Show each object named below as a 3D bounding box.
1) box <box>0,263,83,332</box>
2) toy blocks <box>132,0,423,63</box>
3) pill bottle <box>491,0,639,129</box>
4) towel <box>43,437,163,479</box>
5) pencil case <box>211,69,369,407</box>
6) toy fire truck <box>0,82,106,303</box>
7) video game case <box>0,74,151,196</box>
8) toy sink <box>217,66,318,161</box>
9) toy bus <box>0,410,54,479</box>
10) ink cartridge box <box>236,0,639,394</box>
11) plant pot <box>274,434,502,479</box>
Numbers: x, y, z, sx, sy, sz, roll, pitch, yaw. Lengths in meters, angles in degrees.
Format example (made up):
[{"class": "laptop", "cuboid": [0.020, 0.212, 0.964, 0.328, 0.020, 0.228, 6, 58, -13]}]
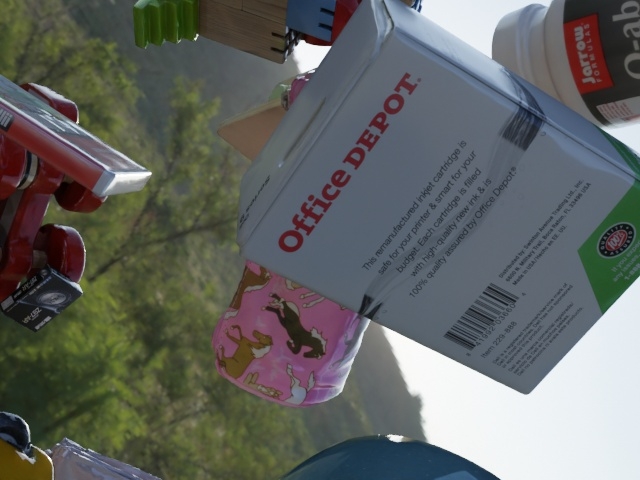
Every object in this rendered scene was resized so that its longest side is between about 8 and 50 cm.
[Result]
[{"class": "box", "cuboid": [-0.359, 0.075, 1.156, 0.018, 0.083, 0.067, 52, 1, 37]}, {"class": "toy blocks", "cuboid": [0.011, -0.305, 0.963, 0.260, 0.381, 0.191, 22, -41, 12]}, {"class": "pill bottle", "cuboid": [0.416, -0.256, 1.136, 0.362, 0.210, 0.210, -10, -62, 42]}, {"class": "towel", "cuboid": [-0.200, 0.377, 0.838, 0.317, 0.332, 0.053, 35, 1, -26]}, {"class": "pencil case", "cuboid": [0.000, 0.000, 1.010, 0.167, 0.386, 0.160, 28, 19, 31]}, {"class": "toy fire truck", "cuboid": [-0.431, -0.071, 1.203, 0.254, 0.302, 0.169, 31, 14, 38]}, {"class": "video game case", "cuboid": [-0.289, -0.128, 0.792, 0.285, 0.025, 0.204, 33, 3, -4]}, {"class": "toy sink", "cuboid": [0.005, -0.149, 1.202, 0.234, 0.131, 0.152, 36, -32, -33]}, {"class": "toy bus", "cuboid": [-0.335, 0.131, 0.602, 0.333, 0.130, 0.108, 48, 7, -32]}, {"class": "ink cartridge box", "cuboid": [0.106, -0.033, 0.718, 0.289, 0.211, 0.122, 28, 26, -20]}, {"class": "plant pot", "cuboid": [0.001, 0.270, 0.456, 0.290, 0.195, 0.290, 12, -73, 42]}]
